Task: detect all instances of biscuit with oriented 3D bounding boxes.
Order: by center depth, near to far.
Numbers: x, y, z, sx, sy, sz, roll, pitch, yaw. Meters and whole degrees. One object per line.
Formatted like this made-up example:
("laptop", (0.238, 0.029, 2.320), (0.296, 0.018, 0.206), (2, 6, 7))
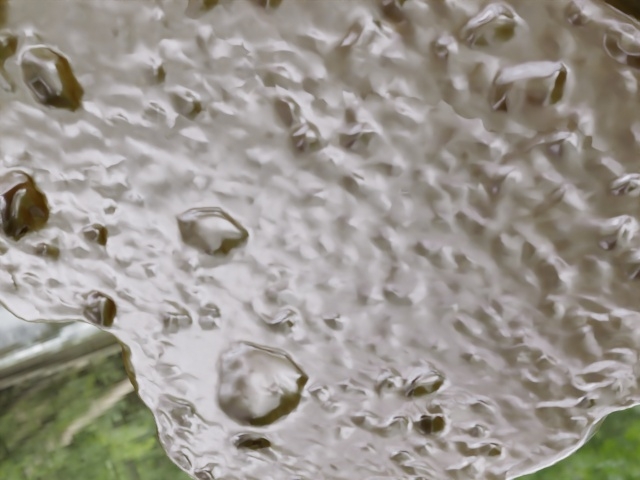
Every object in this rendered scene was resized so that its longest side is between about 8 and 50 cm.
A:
("biscuit", (0.000, 0.000, 0.531), (0.381, 0.359, 0.074), (115, 0, -49))
